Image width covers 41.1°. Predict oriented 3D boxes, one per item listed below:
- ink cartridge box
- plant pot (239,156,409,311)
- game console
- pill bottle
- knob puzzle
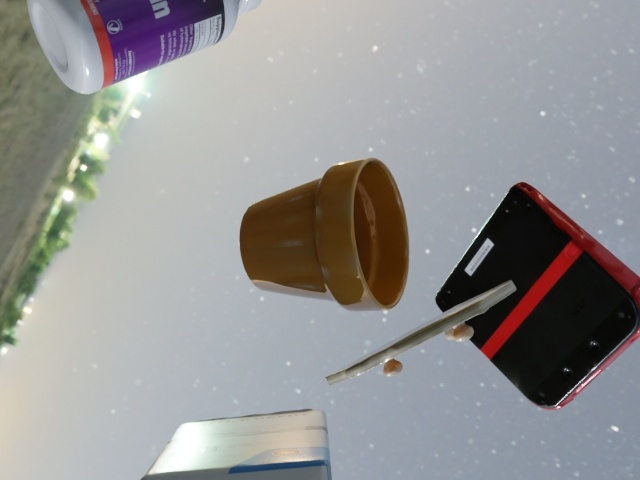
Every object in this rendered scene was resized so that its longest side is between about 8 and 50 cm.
[{"bbox_3d":[-0.095,0.325,1.137,0.307,0.223,0.129,163,-78,-89],"label":"ink cartridge box"},{"bbox_3d":[0.000,0.000,1.175,0.188,0.205,0.205,-7,-134,25],"label":"plant pot"},{"bbox_3d":[0.414,0.120,1.625,0.060,0.342,0.386,-27,155,-38],"label":"game console"},{"bbox_3d":[-0.251,-0.352,1.261,0.323,0.181,0.181,-29,-179,-26],"label":"pill bottle"},{"bbox_3d":[0.108,0.089,0.791,0.213,0.030,0.213,-27,173,-4],"label":"knob puzzle"}]
